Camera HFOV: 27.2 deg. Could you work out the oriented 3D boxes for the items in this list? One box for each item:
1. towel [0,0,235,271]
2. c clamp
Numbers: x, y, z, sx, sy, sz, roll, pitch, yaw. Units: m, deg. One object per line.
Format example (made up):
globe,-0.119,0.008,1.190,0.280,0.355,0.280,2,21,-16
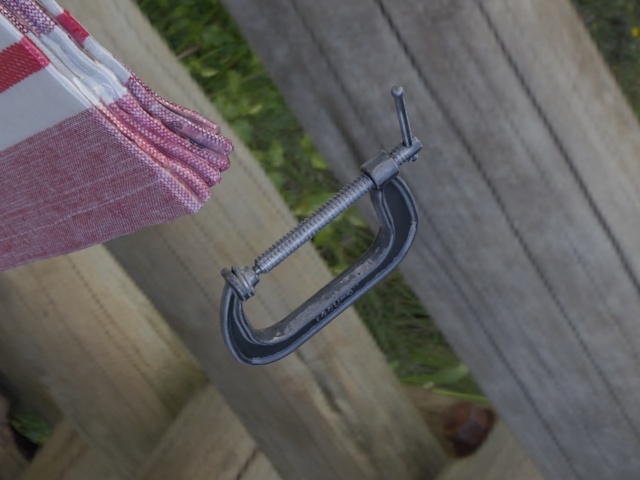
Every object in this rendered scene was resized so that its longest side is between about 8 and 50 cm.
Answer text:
towel,-0.205,-0.115,0.534,0.329,0.237,0.037,46,61,-20
c clamp,0.000,0.000,0.743,0.161,0.022,0.137,-42,147,-6
